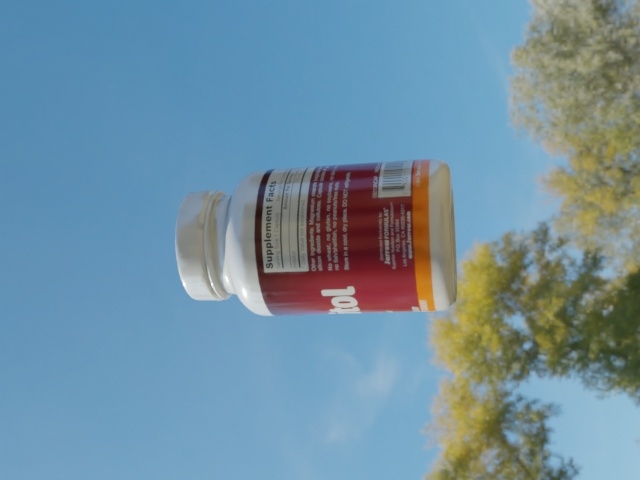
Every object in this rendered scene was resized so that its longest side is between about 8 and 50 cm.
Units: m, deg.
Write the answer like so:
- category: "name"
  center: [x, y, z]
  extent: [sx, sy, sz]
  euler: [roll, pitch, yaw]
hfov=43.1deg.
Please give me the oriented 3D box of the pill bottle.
- category: "pill bottle"
  center: [0.000, 0.000, 0.464]
  extent: [0.086, 0.151, 0.086]
  euler: [-3, -90, -78]
